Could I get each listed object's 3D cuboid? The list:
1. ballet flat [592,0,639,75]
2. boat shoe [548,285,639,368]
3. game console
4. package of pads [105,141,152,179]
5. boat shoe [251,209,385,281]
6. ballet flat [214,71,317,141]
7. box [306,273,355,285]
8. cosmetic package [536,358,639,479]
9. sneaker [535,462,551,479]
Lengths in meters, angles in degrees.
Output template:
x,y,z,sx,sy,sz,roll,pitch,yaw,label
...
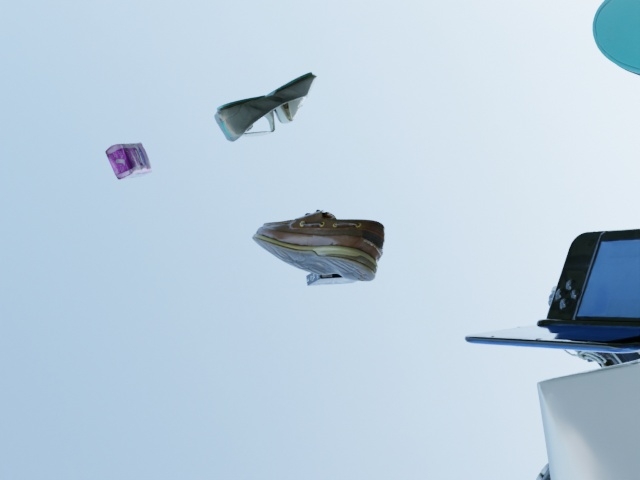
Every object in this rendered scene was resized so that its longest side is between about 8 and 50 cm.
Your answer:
x,y,z,sx,sy,sz,roll,pitch,yaw,label
0.230,-0.118,0.443,0.074,0.203,0.074,-1,-89,-30,ballet flat
0.465,0.177,1.509,0.254,0.095,0.079,43,-99,-10,boat shoe
0.377,0.061,1.225,0.173,0.293,0.250,32,-109,-28,game console
-0.281,-0.118,1.348,0.050,0.032,0.083,66,-167,-2,package of pads
0.000,0.000,0.979,0.064,0.178,0.060,39,-111,-40,boat shoe
-0.078,-0.207,1.450,0.213,0.072,0.068,-29,-83,-39,ballet flat
0.026,0.058,1.492,0.083,0.067,0.018,-2,-102,-21,box
0.285,0.259,0.602,0.155,0.197,0.365,17,-116,-45,cosmetic package
0.288,0.351,1.146,0.078,0.234,0.106,44,-171,-9,sneaker
